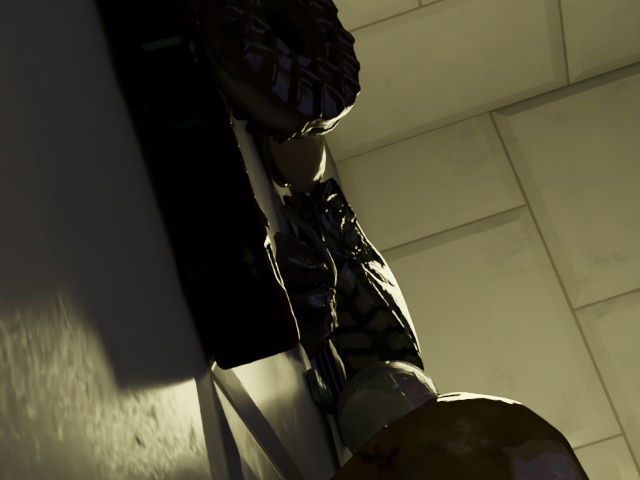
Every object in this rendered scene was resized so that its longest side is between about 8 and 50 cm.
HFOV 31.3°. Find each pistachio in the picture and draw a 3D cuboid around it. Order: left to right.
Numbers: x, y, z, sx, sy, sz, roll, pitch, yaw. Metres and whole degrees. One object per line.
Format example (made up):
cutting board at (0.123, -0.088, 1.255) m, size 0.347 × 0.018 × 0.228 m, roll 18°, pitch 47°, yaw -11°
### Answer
pistachio at (-0.056, -0.188, 2.109) m, size 0.152 × 0.126 × 0.223 m, roll -58°, pitch 145°, yaw -32°

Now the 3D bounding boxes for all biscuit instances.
biscuit at (-0.071, -0.300, 1.683) m, size 0.332 × 0.103 × 0.332 m, roll 30°, pitch 43°, yaw -33°

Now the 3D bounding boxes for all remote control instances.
remote control at (0.001, 0.233, 1.761) m, size 0.124 × 0.018 × 0.053 m, roll 61°, pitch 13°, yaw -68°
remote control at (0.016, 0.229, 1.923) m, size 0.063 × 0.025 × 0.245 m, roll 12°, pitch 60°, yaw -80°

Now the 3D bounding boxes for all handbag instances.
handbag at (0.054, 0.085, 2.174) m, size 0.327 × 0.163 × 0.325 m, roll 59°, pitch 8°, yaw -36°

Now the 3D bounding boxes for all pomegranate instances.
pomegranate at (0.156, 0.338, 1.286) m, size 0.332 × 0.333 × 0.332 m, roll -18°, pitch 90°, yaw -85°

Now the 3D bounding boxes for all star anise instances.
star anise at (-0.018, 0.068, 1.738) m, size 0.209 × 0.089 × 0.231 m, roll -118°, pitch -161°, yaw -69°

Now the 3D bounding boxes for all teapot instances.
teapot at (0.081, 0.294, 1.766) m, size 0.163 × 0.221 × 0.178 m, roll 41°, pitch 8°, yaw 11°

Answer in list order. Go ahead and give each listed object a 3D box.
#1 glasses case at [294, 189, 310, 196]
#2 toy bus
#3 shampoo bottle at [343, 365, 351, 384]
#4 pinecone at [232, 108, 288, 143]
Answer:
glasses case at (-0.026, -0.096, 2.534) m, size 0.193 × 0.049 × 0.074 m, roll 28°, pitch 44°, yaw -85°
toy bus at (-0.118, -0.080, 1.105) m, size 0.092 × 0.093 × 0.408 m, roll 101°, pitch -29°, yaw -85°
shampoo bottle at (0.102, 0.302, 2.239) m, size 0.303 × 0.092 × 0.092 m, roll -102°, pitch 173°, yaw -47°
pinecone at (-0.077, -0.242, 1.844) m, size 0.173 × 0.174 × 0.173 m, roll -18°, pitch 90°, yaw -85°
